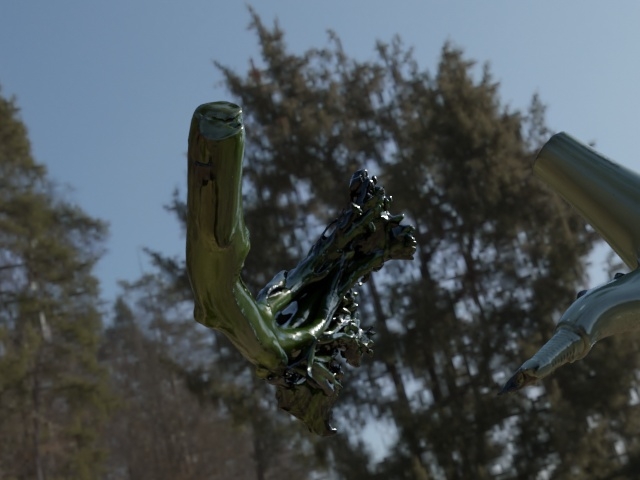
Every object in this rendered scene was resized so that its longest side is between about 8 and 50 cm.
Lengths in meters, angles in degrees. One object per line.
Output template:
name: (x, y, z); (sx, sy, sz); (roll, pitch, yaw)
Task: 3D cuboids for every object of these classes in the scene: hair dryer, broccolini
hair dryer: (0.193, 0.002, 0.799); (0.267, 0.229, 0.092); (-6, -48, -26)
broccolini: (-0.002, -0.002, 0.457); (0.062, 0.123, 0.271); (9, -20, 12)
